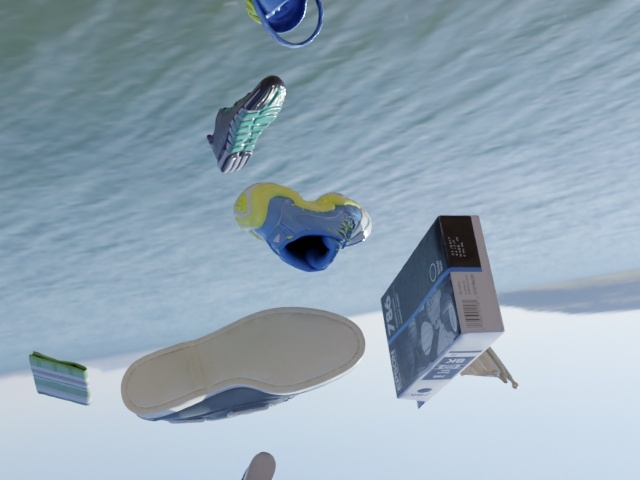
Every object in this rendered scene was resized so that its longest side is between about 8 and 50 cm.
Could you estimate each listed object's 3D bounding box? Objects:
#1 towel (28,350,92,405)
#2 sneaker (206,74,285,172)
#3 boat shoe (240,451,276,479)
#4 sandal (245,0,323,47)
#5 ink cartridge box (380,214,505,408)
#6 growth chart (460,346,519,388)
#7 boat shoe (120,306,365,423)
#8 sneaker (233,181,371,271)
[{"bbox_3d":[-0.486,0.260,1.464,0.113,0.023,0.152,15,142,-2],"label":"towel"},{"bbox_3d":[-0.144,-0.221,1.361,0.083,0.098,0.224,-14,151,-44],"label":"sneaker"},{"bbox_3d":[-0.098,0.354,1.043,0.049,0.142,0.040,27,155,0],"label":"boat shoe"},{"bbox_3d":[-0.061,-0.398,1.128,0.126,0.138,0.317,-29,153,0],"label":"sandal"},{"bbox_3d":[0.149,0.114,1.083,0.065,0.166,0.333,-1,151,-13],"label":"ink cartridge box"},{"bbox_3d":[0.302,0.234,1.642,0.237,0.172,0.021,14,123,-36],"label":"growth chart"},{"bbox_3d":[-0.095,0.171,1.024,0.319,0.116,0.099,-14,151,2],"label":"boat shoe"},{"bbox_3d":[0.000,0.000,1.003,0.240,0.126,0.091,7,125,-45],"label":"sneaker"}]
